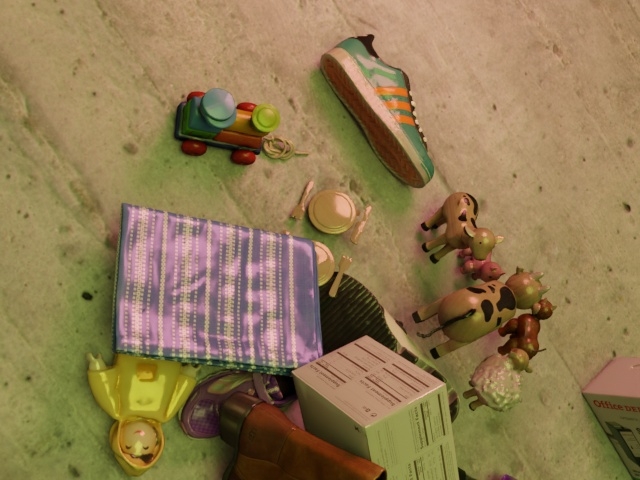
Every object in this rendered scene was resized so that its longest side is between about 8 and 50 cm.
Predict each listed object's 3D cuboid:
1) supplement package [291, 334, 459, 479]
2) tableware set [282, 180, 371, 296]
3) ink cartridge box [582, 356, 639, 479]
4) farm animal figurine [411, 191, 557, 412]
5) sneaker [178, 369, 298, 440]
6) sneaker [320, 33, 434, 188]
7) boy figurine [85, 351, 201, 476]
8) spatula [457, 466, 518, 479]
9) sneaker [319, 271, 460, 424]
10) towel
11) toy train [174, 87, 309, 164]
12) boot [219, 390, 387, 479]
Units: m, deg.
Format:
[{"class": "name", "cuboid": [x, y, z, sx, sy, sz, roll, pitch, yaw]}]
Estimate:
[{"class": "supplement package", "cuboid": [0.087, 0.315, 1.209, 0.145, 0.204, 0.261, -22, 115, -26]}, {"class": "tableware set", "cuboid": [0.000, 0.000, 1.393, 0.128, 0.039, 0.194, 24, 67, 2]}, {"class": "ink cartridge box", "cuboid": [0.685, 0.383, 1.573, 0.122, 0.211, 0.289, -36, 98, -23]}, {"class": "farm animal figurine", "cuboid": [0.291, 0.085, 1.383, 0.330, 0.172, 0.327, 53, 41, -1]}, {"class": "sneaker", "cuboid": [-0.111, 0.246, 1.277, 0.237, 0.105, 0.095, -21, 94, -25]}, {"class": "sneaker", "cuboid": [0.132, -0.242, 1.452, 0.121, 0.108, 0.302, -37, 98, -20]}, {"class": "boy figurine", "cuboid": [-0.273, 0.212, 1.214, 0.177, 0.092, 0.285, 17, 73, -25]}, {"class": "spatula", "cuboid": [0.276, 0.437, 1.433, 0.297, 0.030, 0.084, 32, 71, -33]}, {"class": "sneaker", "cuboid": [0.107, 0.196, 1.391, 0.122, 0.146, 0.330, -41, 78, 3]}, {"class": "towel", "cuboid": [-0.149, 0.078, 1.233, 0.336, 0.040, 0.243, 11, 62, -27]}, {"class": "toy train", "cuboid": [-0.103, -0.187, 1.315, 0.248, 0.143, 0.105, 9, 80, -24]}, {"class": "boot", "cuboid": [-0.013, 0.369, 1.176, 0.096, 0.281, 0.264, -32, 133, -45]}]
